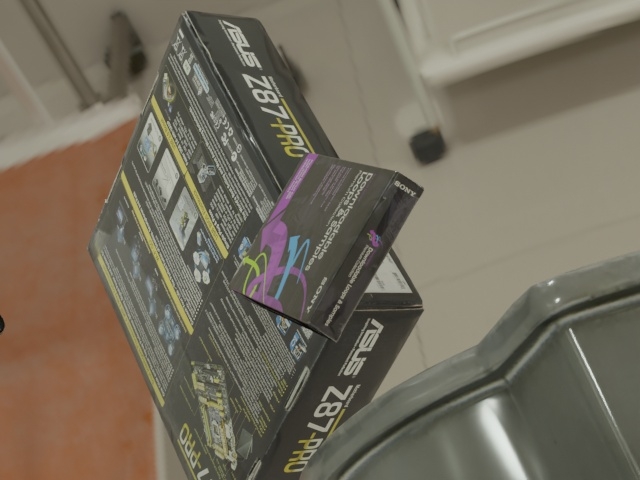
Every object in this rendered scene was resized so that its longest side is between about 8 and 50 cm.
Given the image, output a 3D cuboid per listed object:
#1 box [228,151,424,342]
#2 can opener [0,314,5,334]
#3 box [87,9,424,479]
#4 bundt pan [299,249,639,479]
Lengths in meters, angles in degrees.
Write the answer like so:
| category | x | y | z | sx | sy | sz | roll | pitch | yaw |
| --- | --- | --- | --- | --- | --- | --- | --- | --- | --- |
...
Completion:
| category | x | y | z | sx | sy | sz | roll | pitch | yaw |
| --- | --- | --- | --- | --- | --- | --- | --- | --- | --- |
| box | 0.000 | 0.000 | 1.074 | 0.116 | 0.029 | 0.162 | -60 | 24 | -5 |
| can opener | -0.201 | 0.048 | 0.688 | 0.059 | 0.186 | 0.073 | 37 | 95 | 10 |
| box | -0.079 | 0.031 | 1.465 | 0.097 | 0.318 | 0.395 | 1 | 42 | -34 |
| bundt pan | 0.153 | 0.097 | 0.421 | 0.330 | 0.331 | 0.124 | -22 | 62 | 5 |
